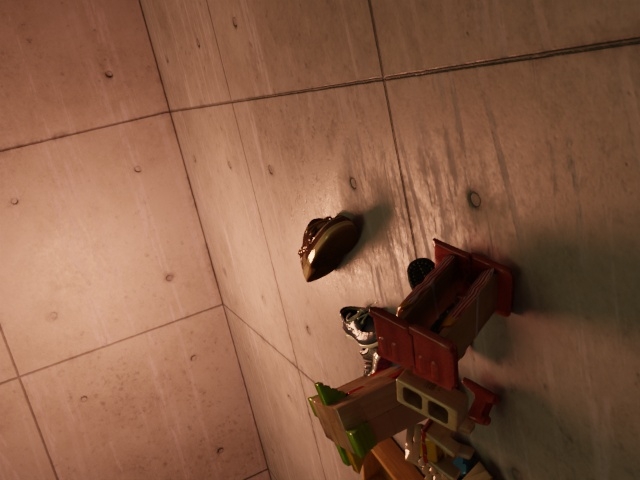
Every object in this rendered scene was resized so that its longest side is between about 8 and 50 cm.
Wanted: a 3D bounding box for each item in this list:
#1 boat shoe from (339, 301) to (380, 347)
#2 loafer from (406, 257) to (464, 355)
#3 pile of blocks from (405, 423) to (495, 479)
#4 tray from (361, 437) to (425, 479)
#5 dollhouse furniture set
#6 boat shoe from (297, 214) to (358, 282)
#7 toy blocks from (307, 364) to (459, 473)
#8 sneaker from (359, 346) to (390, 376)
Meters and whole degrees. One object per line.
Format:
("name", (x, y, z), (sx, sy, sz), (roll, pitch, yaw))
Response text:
("boat shoe", (0.110, 0.199, 1.542), (0.079, 0.095, 0.254), (62, 169, -6))
("loafer", (0.230, 0.131, 1.234), (0.078, 0.080, 0.220), (-48, -59, -77))
("pile of blocks", (0.310, 0.521, 1.334), (0.112, 0.149, 0.362), (34, -166, -34))
("tray", (0.239, 0.691, 1.653), (0.411, 0.076, 0.203), (43, 146, 52))
("dollhouse furniture set", (0.219, 0.214, 1.112), (0.152, 0.201, 0.374), (22, 139, 35))
("boat shoe", (0.000, 0.000, 1.611), (0.123, 0.123, 0.342), (64, 164, 14))
("toy blocks", (0.138, 0.353, 1.399), (0.191, 0.260, 0.381), (67, 166, 5))
("sneaker", (0.134, 0.305, 1.609), (0.075, 0.063, 0.170), (55, 149, 35))
